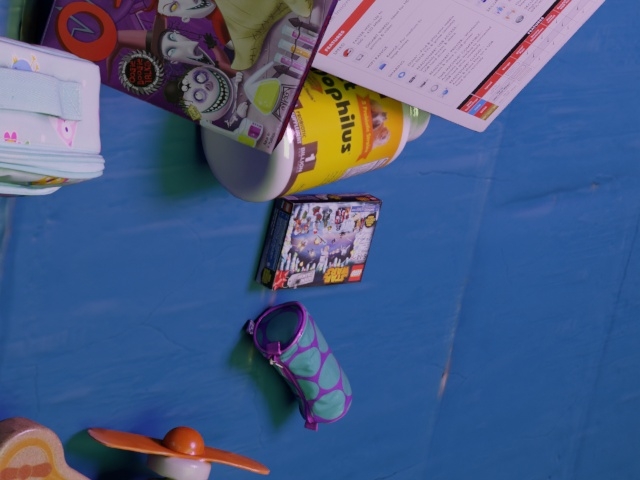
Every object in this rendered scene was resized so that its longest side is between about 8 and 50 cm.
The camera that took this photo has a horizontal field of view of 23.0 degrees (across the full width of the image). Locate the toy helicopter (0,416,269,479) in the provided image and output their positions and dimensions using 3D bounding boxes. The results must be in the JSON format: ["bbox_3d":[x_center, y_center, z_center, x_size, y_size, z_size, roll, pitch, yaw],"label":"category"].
[{"bbox_3d":[-0.188,0.250,1.454,0.235,0.140,0.355,-55,138,-13],"label":"toy helicopter"}]

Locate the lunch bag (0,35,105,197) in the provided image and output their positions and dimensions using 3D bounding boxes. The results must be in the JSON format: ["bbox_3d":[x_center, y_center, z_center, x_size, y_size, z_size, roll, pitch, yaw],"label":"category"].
[{"bbox_3d":[-0.282,-0.082,1.039,0.279,0.224,0.108,0,91,-66],"label":"lunch bag"}]

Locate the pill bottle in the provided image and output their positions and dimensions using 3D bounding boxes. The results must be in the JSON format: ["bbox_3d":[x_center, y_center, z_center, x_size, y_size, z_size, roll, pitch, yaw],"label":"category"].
[{"bbox_3d":[0.002,-0.112,1.467,0.215,0.117,0.117,-19,124,-41],"label":"pill bottle"}]

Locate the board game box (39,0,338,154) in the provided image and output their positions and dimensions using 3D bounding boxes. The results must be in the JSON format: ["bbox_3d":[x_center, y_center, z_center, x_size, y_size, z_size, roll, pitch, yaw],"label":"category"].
[{"bbox_3d":[-0.068,-0.259,1.201,0.056,0.208,0.347,-57,171,-66],"label":"board game box"}]

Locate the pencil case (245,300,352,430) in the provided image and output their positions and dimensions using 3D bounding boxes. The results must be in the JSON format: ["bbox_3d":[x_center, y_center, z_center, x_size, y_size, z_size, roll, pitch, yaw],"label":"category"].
[{"bbox_3d":[-0.018,0.129,1.625,0.070,0.064,0.152,-62,144,-27],"label":"pencil case"}]

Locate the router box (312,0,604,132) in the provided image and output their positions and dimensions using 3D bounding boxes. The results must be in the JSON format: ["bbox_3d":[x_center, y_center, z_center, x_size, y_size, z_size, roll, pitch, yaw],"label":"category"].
[{"bbox_3d":[0.141,-0.267,1.332,0.301,0.082,0.335,16,124,-48],"label":"router box"}]

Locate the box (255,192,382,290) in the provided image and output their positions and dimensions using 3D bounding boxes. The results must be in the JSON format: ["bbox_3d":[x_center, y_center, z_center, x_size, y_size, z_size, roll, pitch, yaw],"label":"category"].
[{"bbox_3d":[0.000,0.000,1.601,0.137,0.027,0.094,-4,115,-47],"label":"box"}]
